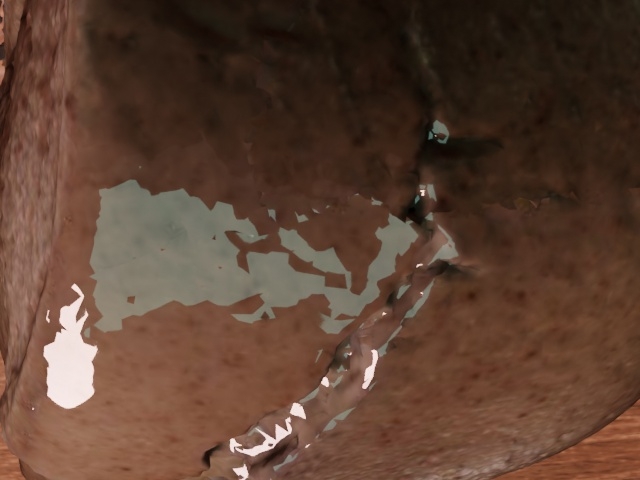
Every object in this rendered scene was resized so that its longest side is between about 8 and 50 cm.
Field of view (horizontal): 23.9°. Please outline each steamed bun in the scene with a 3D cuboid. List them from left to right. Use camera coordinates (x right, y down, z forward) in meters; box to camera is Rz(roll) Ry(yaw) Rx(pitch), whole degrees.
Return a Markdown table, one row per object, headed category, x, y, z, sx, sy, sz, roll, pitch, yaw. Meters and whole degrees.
| category | x | y | z | sx | sy | sz | roll | pitch | yaw |
| --- | --- | --- | --- | --- | --- | --- | --- | --- | --- |
| steamed bun | 0.000 | 0.000 | 0.500 | 0.251 | 0.199 | 0.301 | 8 | 159 | -11 |
